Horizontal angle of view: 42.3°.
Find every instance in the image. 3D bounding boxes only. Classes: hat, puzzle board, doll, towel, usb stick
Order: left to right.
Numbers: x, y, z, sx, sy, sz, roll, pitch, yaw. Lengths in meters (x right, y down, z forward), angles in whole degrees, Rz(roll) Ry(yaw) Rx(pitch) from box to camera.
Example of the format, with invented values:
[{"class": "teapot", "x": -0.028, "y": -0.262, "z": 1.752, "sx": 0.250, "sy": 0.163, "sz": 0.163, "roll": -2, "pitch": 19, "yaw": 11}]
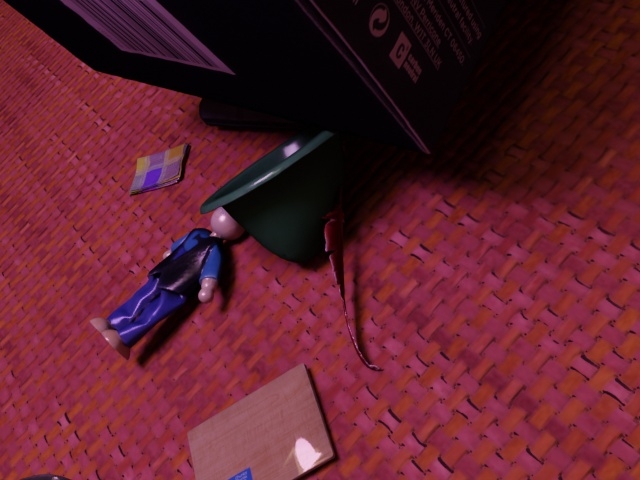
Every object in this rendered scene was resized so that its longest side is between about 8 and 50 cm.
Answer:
[{"class": "towel", "x": -0.197, "y": -0.088, "z": 1.012, "sx": 0.083, "sy": 0.009, "sz": 0.060, "roll": -12, "pitch": 52, "yaw": 28}, {"class": "doll", "x": -0.145, "y": 0.038, "z": 0.848, "sx": 0.189, "sy": 0.046, "sz": 0.129, "roll": -46, "pitch": 33, "yaw": -12}, {"class": "puzzle board", "x": -0.053, "y": 0.173, "z": 0.701, "sx": 0.128, "sy": 0.011, "sz": 0.096, "roll": -33, "pitch": 45, "yaw": 11}, {"class": "usb stick", "x": -0.029, "y": -0.156, "z": 0.916, "sx": 0.278, "sy": 0.045, "sz": 0.077, "roll": 10, "pitch": 65, "yaw": 40}, {"class": "hat", "x": 0.000, "y": 0.000, "z": 0.794, "sx": 0.173, "sy": 0.184, "sz": 0.208, "roll": -22, "pitch": 17, "yaw": 47}]

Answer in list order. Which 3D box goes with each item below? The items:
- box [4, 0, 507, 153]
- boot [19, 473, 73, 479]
[{"class": "box", "x": -0.048, "y": -0.385, "z": 0.725, "sx": 0.479, "sy": 0.297, "sz": 0.472, "roll": 20, "pitch": 79, "yaw": 38}, {"class": "boot", "x": -0.245, "y": 0.274, "z": 0.706, "sx": 0.246, "sy": 0.083, "sz": 0.161, "roll": -13, "pitch": 49, "yaw": 34}]
